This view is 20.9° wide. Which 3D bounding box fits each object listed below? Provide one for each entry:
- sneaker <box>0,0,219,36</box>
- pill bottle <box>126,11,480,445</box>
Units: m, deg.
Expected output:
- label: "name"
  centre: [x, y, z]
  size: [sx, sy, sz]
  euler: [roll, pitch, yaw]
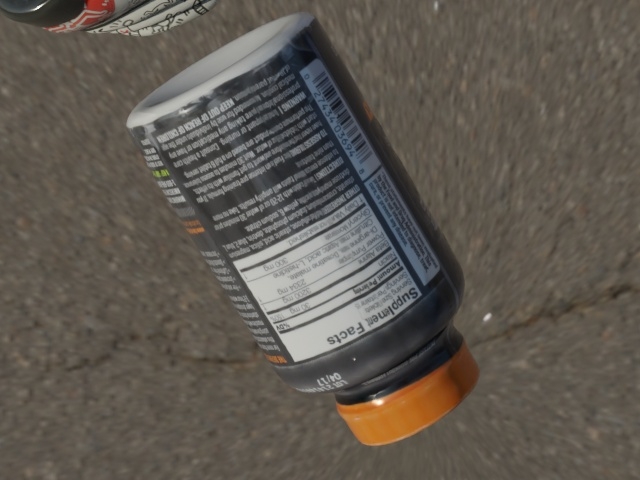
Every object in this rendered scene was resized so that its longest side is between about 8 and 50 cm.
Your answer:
- label: "sneaker"
  centre: [-0.069, -0.217, 1.055]
  size: [0.270, 0.145, 0.090]
  euler: [-35, 76, 21]
- label: "pill bottle"
  centre: [0.000, 0.000, 1.025]
  size: [0.130, 0.130, 0.246]
  euler: [-30, 104, 0]
